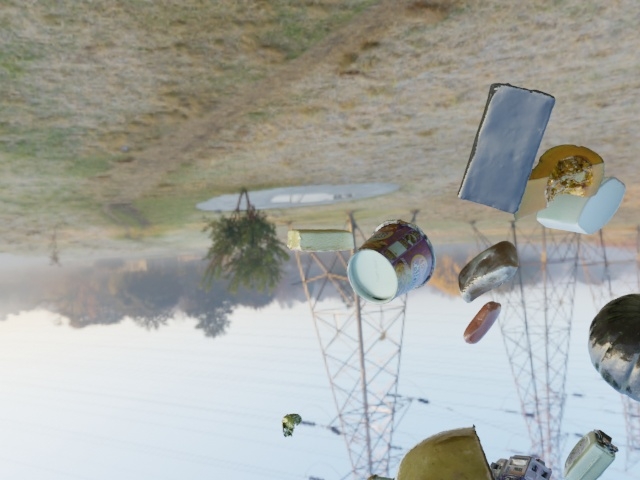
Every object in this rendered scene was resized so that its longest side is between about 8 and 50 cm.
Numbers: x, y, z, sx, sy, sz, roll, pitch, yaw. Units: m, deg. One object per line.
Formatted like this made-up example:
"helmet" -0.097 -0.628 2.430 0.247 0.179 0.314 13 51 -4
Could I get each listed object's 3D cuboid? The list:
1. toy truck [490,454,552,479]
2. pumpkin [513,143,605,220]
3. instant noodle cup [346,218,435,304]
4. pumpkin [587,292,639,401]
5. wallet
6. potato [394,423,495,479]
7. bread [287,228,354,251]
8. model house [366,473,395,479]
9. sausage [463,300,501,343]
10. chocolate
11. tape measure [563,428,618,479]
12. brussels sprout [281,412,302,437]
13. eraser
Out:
"toy truck" 0.776 0.930 2.235 0.124 0.155 0.268 34 159 -1
"pumpkin" 0.606 -0.162 1.505 0.248 0.131 0.126 -14 -136 -4
"instant noodle cup" 0.280 0.102 2.398 0.340 0.340 0.266 -6 -166 40
"pumpkin" 0.677 0.206 1.141 0.250 0.216 0.250 -3 -141 3
"wallet" 0.418 -0.207 1.287 0.146 0.285 0.030 22 -151 22
"potato" 0.368 0.768 1.646 0.319 0.385 0.442 -16 -179 10
"bread" 0.001 0.000 1.796 0.188 0.068 0.125 -1 -175 -20
"model house" 0.236 1.066 2.269 0.291 0.253 0.184 -1 -160 28
"sausage" 0.605 0.307 2.117 0.077 0.194 0.077 30 -167 -8
"chocolate" 0.585 0.103 2.045 0.080 0.157 0.254 30 130 -23
"tape measure" 1.020 0.801 2.112 0.115 0.235 0.207 36 -157 21
"brussels sprout" -0.101 0.609 1.873 0.058 0.085 0.085 3 -179 20
"eraser" 0.831 -0.120 1.836 0.104 0.189 0.290 39 -178 -7
